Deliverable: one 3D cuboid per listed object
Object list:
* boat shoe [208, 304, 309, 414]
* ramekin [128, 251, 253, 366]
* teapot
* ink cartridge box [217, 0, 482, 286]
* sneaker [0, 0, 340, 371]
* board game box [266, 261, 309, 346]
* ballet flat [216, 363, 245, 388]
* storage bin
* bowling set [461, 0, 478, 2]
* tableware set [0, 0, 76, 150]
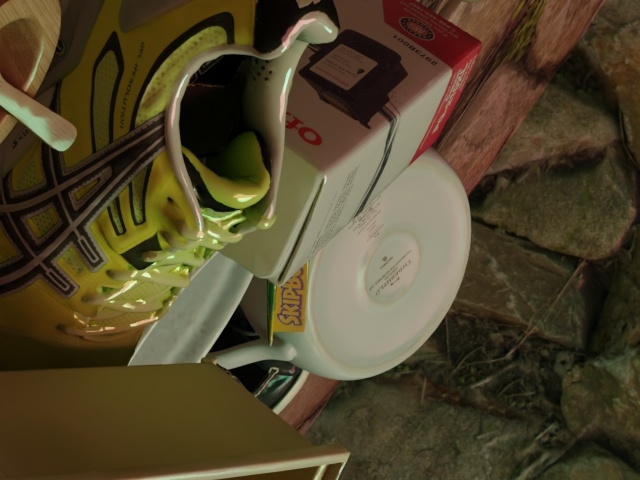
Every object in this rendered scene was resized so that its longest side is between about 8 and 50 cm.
[{"bbox_3d":[-0.046,0.060,1.712,0.340,0.127,0.113,-49,141,6],"label":"boat shoe"},{"bbox_3d":[-0.143,0.043,1.208,0.207,0.109,0.207,-52,170,-14],"label":"ramekin"},{"bbox_3d":[0.000,0.000,1.554,0.256,0.187,0.253,-1,109,-46],"label":"teapot"},{"bbox_3d":[-0.025,-0.099,1.115,0.237,0.172,0.100,-43,162,-50],"label":"ink cartridge box"},{"bbox_3d":[-0.110,-0.025,0.942,0.145,0.147,0.385,-14,138,-40],"label":"sneaker"},{"bbox_3d":[-0.024,-0.047,1.248,0.259,0.039,0.124,-87,180,-53],"label":"board game box"},{"bbox_3d":[-0.239,0.264,1.431,0.483,0.164,0.182,-51,-168,9],"label":"ballet flat"},{"bbox_3d":[-0.156,0.204,0.953,0.262,0.123,0.260,2,118,-52],"label":"storage bin"},{"bbox_3d":[0.134,-0.247,1.339,0.154,0.200,0.287,-59,165,24],"label":"bowling set"},{"bbox_3d":[-0.089,-0.090,0.507,0.128,0.039,0.194,-43,163,-52],"label":"tableware set"}]
